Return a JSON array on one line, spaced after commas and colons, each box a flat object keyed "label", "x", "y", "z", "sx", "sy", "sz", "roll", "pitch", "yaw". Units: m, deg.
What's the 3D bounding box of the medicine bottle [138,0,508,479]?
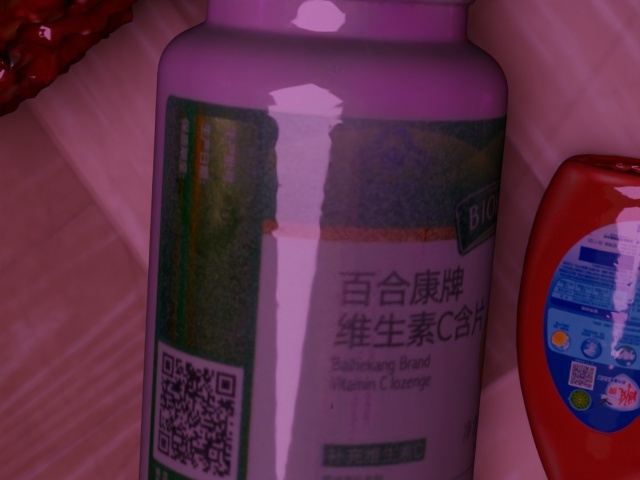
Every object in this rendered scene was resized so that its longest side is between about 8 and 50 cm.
[{"label": "medicine bottle", "x": 0.000, "y": 0.000, "z": 0.539, "sx": 0.133, "sy": 0.133, "sz": 0.274, "roll": 6, "pitch": 101, "yaw": 17}]

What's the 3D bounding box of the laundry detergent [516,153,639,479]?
[{"label": "laundry detergent", "x": 0.122, "y": 0.053, "z": 0.555, "sx": 0.097, "sy": 0.049, "sz": 0.165, "roll": 10, "pitch": 105, "yaw": 12}]

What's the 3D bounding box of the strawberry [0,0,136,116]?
[{"label": "strawberry", "x": -0.144, "y": -0.129, "z": 0.545, "sx": 0.201, "sy": 0.187, "sz": 0.184, "roll": 2, "pitch": 133, "yaw": 18}]
